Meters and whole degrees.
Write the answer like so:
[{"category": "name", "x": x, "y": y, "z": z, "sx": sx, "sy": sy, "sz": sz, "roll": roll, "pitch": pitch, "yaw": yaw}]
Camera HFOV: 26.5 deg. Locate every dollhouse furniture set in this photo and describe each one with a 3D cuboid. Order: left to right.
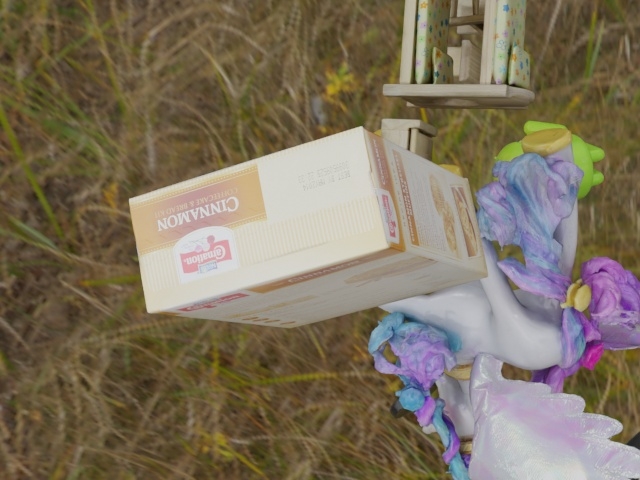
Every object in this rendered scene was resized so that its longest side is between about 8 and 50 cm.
[{"category": "dollhouse furniture set", "x": 0.123, "y": -0.113, "z": 1.008, "sx": 0.101, "sy": 0.161, "sz": 0.182, "roll": 3, "pitch": 87, "yaw": 24}]

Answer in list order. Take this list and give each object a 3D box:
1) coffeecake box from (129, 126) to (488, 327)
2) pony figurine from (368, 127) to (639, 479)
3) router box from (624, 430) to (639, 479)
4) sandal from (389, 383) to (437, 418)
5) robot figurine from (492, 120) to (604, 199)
[{"category": "coffeecake box", "x": 0.000, "y": 0.000, "z": 0.787, "sx": 0.142, "sy": 0.185, "sz": 0.068, "roll": -15, "pitch": 78, "yaw": 21}, {"category": "pony figurine", "x": 0.188, "y": 0.083, "z": 1.240, "sx": 0.351, "sy": 0.363, "sz": 0.303, "roll": 5, "pitch": 31, "yaw": 45}, {"category": "router box", "x": 0.342, "y": 0.334, "z": 1.338, "sx": 0.081, "sy": 0.309, "sz": 0.243, "roll": -17, "pitch": 62, "yaw": -40}, {"category": "sandal", "x": 0.157, "y": 0.148, "z": 1.539, "sx": 0.179, "sy": 0.067, "sz": 0.040, "roll": -42, "pitch": 69, "yaw": -1}, {"category": "robot figurine", "x": 0.219, "y": -0.068, "z": 1.327, "sx": 0.115, "sy": 0.067, "sz": 0.101, "roll": -9, "pitch": 112, "yaw": -20}]
